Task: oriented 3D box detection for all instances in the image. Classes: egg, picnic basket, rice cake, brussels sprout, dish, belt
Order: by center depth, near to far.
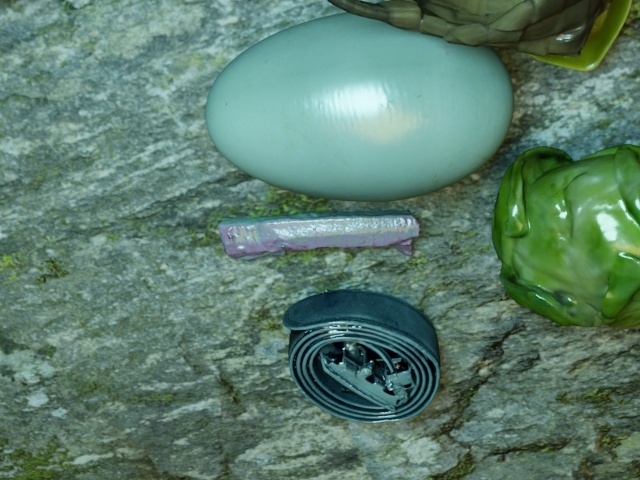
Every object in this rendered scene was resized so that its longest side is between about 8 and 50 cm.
[{"bbox_3d":[0.113,-0.344,0.771,0.338,0.337,0.292,16,120,-7],"label":"picnic basket"},{"bbox_3d":[0.285,-0.304,0.962,0.149,0.080,0.207,-19,120,18],"label":"dish"},{"bbox_3d":[0.043,-0.160,0.971,0.371,0.230,0.229,-1,121,9],"label":"egg"},{"bbox_3d":[0.364,-0.003,1.045,0.260,0.227,0.294,-16,124,48],"label":"brussels sprout"},{"bbox_3d":[-0.002,-0.002,1.170,0.291,0.051,0.081,-2,120,4],"label":"rice cake"},{"bbox_3d":[0.058,0.178,1.239,0.268,0.116,0.206,25,123,-15],"label":"belt"}]
